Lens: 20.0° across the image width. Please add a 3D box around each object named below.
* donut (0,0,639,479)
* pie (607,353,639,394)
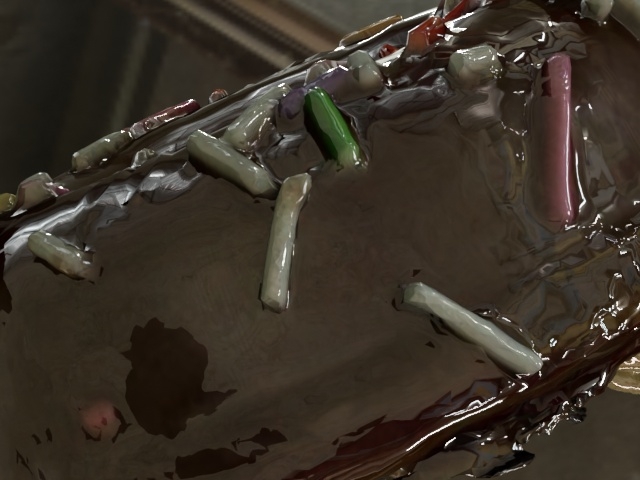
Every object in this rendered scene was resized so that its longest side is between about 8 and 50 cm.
[{"bbox_3d":[0.000,0.000,0.504,0.269,0.269,0.103,-15,-78,40],"label":"donut"},{"bbox_3d":[0.172,0.016,0.860,0.218,0.052,0.185,-14,-53,42],"label":"pie"}]
